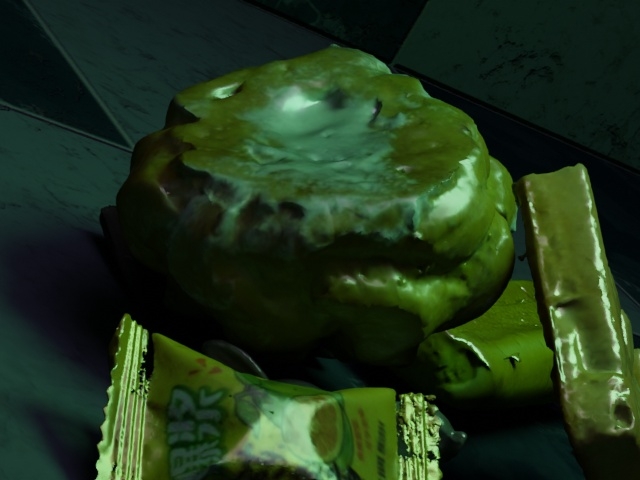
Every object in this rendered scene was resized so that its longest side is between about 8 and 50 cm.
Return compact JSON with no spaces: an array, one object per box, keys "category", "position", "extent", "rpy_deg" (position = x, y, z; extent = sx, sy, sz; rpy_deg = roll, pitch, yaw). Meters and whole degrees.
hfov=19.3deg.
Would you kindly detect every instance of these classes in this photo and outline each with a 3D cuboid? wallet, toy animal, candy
[{"category":"wallet","position":[-0.101,0.043,1.880],"extent":[0.245,0.052,0.168],"rpy_deg":[15,32,-32]},{"category":"toy animal","position":[-0.001,0.171,1.605],"extent":[0.236,0.108,0.138],"rpy_deg":[17,-15,0]},{"category":"candy","position":[-0.034,0.165,1.468],"extent":[0.297,0.081,0.187],"rpy_deg":[18,45,-21]}]

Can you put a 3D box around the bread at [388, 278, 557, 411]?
[{"category":"bread","position":[0.185,0.121,2.051],"extent":[0.166,0.112,0.383],"rpy_deg":[41,18,22]}]

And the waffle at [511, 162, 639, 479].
[{"category":"waffle","position":[0.260,0.147,1.703],"extent":[0.348,0.077,0.304],"rpy_deg":[63,16,-48]}]

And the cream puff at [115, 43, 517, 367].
[{"category":"cream puff","position":[0.000,0.000,1.730],"extent":[0.378,0.275,0.378],"rpy_deg":[3,32,-2]}]
